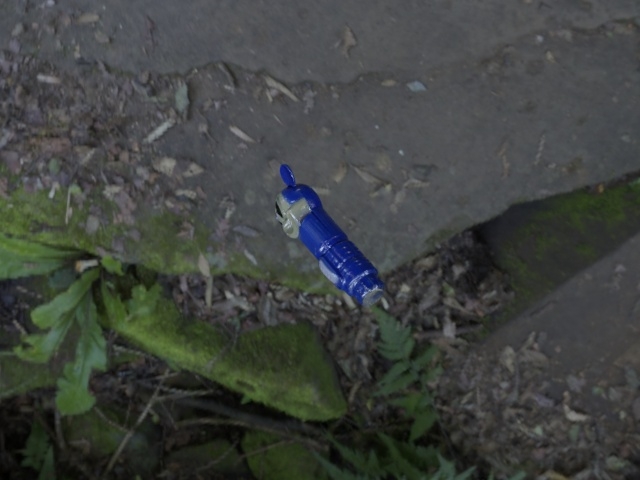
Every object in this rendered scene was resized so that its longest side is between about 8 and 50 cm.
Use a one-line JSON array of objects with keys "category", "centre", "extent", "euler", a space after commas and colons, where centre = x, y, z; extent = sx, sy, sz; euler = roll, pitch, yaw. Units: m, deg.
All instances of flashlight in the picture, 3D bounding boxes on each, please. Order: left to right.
[{"category": "flashlight", "centre": [0.000, 0.000, 0.564], "extent": [0.035, 0.121, 0.057], "euler": [-26, 147, -21]}]
